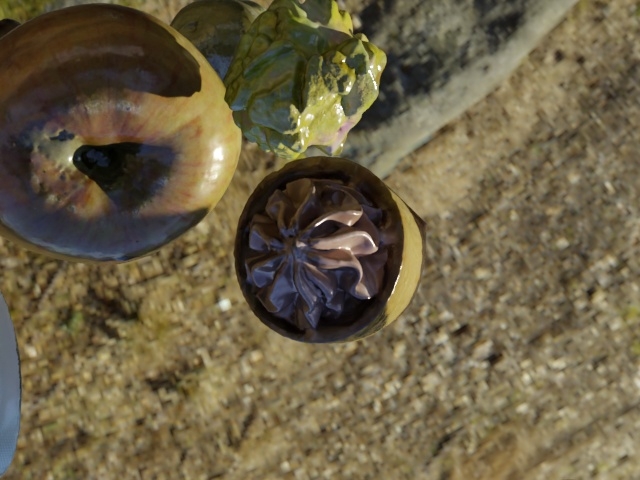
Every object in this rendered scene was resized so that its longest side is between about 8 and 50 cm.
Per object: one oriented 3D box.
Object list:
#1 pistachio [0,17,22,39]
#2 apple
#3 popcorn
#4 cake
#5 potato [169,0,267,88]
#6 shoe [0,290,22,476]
[{"bbox_3d":[-0.357,-0.178,1.471,0.131,0.165,0.210,-23,170,18],"label":"pistachio"},{"bbox_3d":[-0.207,-0.098,1.167,0.261,0.194,0.260,-6,113,-14],"label":"apple"},{"bbox_3d":[-0.014,-0.135,1.062,0.126,0.145,0.125,27,122,4],"label":"popcorn"},{"bbox_3d":[0.000,0.000,1.283,0.178,0.185,0.207,49,56,-66],"label":"cake"},{"bbox_3d":[-0.108,-0.224,1.494,0.157,0.194,0.157,3,122,5],"label":"potato"},{"bbox_3d":[-0.253,0.020,0.689,0.110,0.265,0.095,-3,143,-40],"label":"shoe"}]
